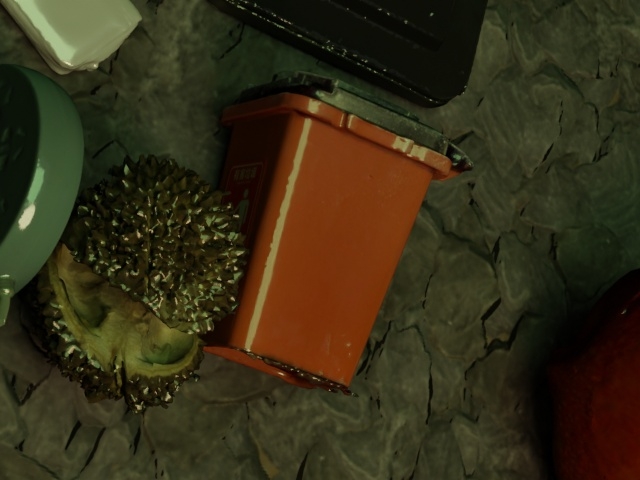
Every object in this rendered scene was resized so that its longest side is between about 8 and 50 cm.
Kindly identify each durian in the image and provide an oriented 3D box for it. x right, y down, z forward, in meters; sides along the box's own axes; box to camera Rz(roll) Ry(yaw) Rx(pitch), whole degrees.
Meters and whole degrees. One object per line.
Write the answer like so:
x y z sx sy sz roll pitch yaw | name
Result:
-0.136 0.028 1.206 0.167 0.196 0.196 46 63 -13 | durian

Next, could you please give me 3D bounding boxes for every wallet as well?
-0.227 -0.222 1.271 0.095 0.033 0.190 -39 101 -27 | wallet

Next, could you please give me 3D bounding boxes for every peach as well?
0.374 0.176 1.396 0.372 0.373 0.290 65 27 -5 | peach

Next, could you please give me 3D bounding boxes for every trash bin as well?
0.000 0.000 1.299 0.184 0.161 0.238 20 80 -25 | trash bin

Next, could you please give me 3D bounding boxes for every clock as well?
0.045 -0.289 1.428 0.273 0.049 0.279 22 71 -24 | clock

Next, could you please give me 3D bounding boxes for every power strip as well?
-0.232 -0.034 1.165 0.044 0.137 0.216 24 60 -42 | power strip
